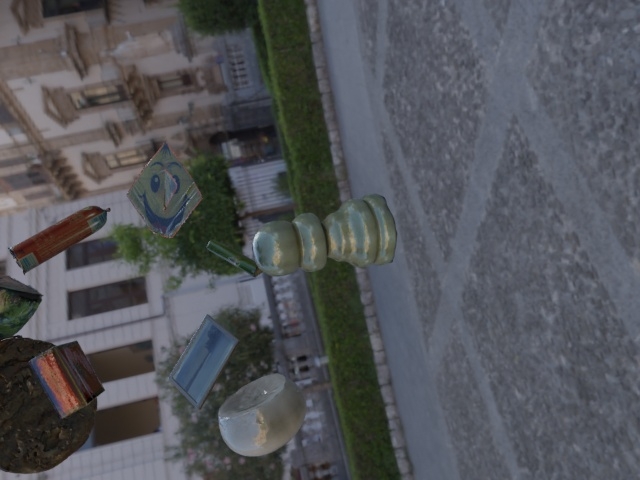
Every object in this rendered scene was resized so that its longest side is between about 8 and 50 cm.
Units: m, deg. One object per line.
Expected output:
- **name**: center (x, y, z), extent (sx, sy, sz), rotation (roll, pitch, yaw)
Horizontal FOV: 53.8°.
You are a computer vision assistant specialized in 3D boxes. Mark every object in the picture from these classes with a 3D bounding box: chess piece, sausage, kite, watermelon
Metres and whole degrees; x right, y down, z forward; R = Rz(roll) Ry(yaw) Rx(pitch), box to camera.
- **chess piece**: center (0.000, 0.000, 1.518), extent (0.182, 0.330, 0.183), rotation (169, 90, -71)
- **sausage**: center (-0.639, -0.014, 1.580), extent (0.083, 0.264, 0.083), rotation (37, 147, 29)
- **kite**: center (-0.536, -0.175, 2.156), extent (0.013, 0.377, 0.328), rotation (-5, -79, -55)
- **watermelon**: center (-0.873, 0.145, 1.655), extent (0.305, 0.180, 0.224), rotation (17, 136, 30)

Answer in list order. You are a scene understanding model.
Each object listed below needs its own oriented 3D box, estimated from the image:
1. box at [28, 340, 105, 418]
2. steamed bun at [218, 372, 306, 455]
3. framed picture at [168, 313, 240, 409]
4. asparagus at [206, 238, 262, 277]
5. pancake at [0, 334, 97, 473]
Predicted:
- **box**: center (-0.594, 0.323, 1.497), extent (0.153, 0.074, 0.240), rotation (64, 169, 1)
- **steamed bun**: center (-0.201, 0.638, 2.274), extent (0.207, 0.324, 0.324), rotation (65, 177, -10)
- **framed picture**: center (-0.435, 0.446, 2.346), extent (0.213, 0.289, 0.016), rotation (31, 180, 39)
- **asparagus**: center (-0.235, 0.047, 1.727), extent (0.178, 0.045, 0.041), rotation (28, 140, 24)
- **pancake**: center (-0.792, 0.439, 1.706), extent (0.382, 0.071, 0.383), rotation (31, -135, -37)
